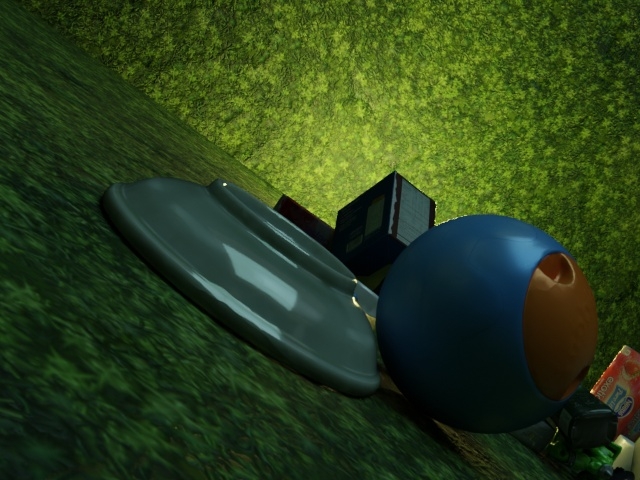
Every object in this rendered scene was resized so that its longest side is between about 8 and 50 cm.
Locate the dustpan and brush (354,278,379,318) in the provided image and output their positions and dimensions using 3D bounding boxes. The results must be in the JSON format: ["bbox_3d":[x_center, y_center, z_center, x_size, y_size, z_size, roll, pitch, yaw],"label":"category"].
[{"bbox_3d":[0.057,0.103,1.504,0.147,0.060,0.211,38,-3,31],"label":"dustpan and brush"}]

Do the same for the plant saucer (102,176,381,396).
[{"bbox_3d":[-0.068,0.025,0.961,0.400,0.100,0.400,36,4,-3],"label":"plant saucer"}]

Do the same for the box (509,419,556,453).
[{"bbox_3d":[0.314,0.285,1.499,0.231,0.056,0.183,36,5,-6],"label":"box"}]

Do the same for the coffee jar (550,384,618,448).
[{"bbox_3d":[0.461,0.305,1.470,0.096,0.079,0.184,-3,18,-10],"label":"coffee jar"}]

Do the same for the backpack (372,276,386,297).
[{"bbox_3d":[0.196,0.146,1.676,0.158,0.117,0.173,39,2,23],"label":"backpack"}]

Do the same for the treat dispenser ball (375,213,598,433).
[{"bbox_3d":[0.217,0.109,1.057,0.288,0.288,0.288,36,4,-3],"label":"treat dispenser ball"}]

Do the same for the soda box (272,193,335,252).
[{"bbox_3d":[0.000,0.000,1.884,0.263,0.083,0.092,34,4,-25],"label":"soda box"}]

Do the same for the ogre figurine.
[{"bbox_3d":[0.487,0.393,1.480,0.118,0.097,0.197,26,-11,20],"label":"ogre figurine"}]

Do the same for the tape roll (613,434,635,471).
[{"bbox_3d":[0.782,0.577,1.828,0.286,0.100,0.286,36,4,-3],"label":"tape roll"}]

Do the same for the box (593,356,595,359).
[{"bbox_3d":[0.612,0.337,2.282,0.117,0.213,0.243,32,6,-47],"label":"box"}]

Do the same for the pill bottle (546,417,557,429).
[{"bbox_3d":[0.520,0.371,1.798,0.221,0.121,0.121,37,4,-2],"label":"pill bottle"}]

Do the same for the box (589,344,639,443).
[{"bbox_3d":[0.887,0.483,2.339,0.154,0.300,0.142,34,3,-46],"label":"box"}]

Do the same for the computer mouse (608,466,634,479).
[{"bbox_3d":[0.563,0.463,1.527,0.041,0.071,0.242,27,-1,19],"label":"computer mouse"}]

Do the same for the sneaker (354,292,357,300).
[{"bbox_3d":[0.003,0.057,1.349,0.162,0.073,0.063,35,4,-17],"label":"sneaker"}]

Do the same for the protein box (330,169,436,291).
[{"bbox_3d":[0.138,-0.008,1.776,0.136,0.200,0.201,35,42,-23],"label":"protein box"}]

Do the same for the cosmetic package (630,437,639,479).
[{"bbox_3d":[0.724,0.469,1.523,0.217,0.156,0.385,38,22,18],"label":"cosmetic package"}]
